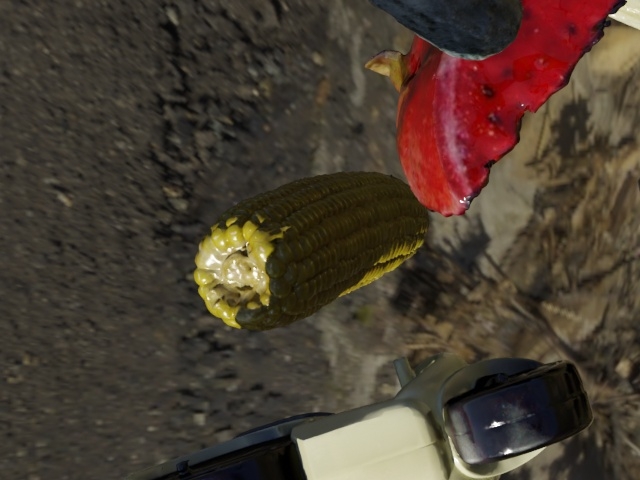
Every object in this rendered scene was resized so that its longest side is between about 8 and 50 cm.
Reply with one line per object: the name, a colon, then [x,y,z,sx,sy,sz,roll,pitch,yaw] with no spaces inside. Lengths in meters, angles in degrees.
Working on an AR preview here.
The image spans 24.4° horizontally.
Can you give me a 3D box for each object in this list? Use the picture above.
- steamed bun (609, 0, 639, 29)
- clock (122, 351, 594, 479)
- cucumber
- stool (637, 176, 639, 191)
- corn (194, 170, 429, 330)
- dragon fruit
steamed bun: [0.301,-0.305,1.262,0.170,0.152,0.238,30,76,-11]
clock: [0.020,0.173,1.182,0.379,0.276,0.120,-17,87,3]
cucumber: [0.068,-0.148,0.855,0.064,0.112,0.064,-31,45,37]
stool: [0.429,0.000,1.311,0.272,0.272,0.178,-9,95,9]
corn: [0.000,0.000,1.490,0.131,0.344,0.131,5,102,26]
dragon fruit: [0.138,-0.195,1.130,0.100,0.282,0.343,33,96,-16]
